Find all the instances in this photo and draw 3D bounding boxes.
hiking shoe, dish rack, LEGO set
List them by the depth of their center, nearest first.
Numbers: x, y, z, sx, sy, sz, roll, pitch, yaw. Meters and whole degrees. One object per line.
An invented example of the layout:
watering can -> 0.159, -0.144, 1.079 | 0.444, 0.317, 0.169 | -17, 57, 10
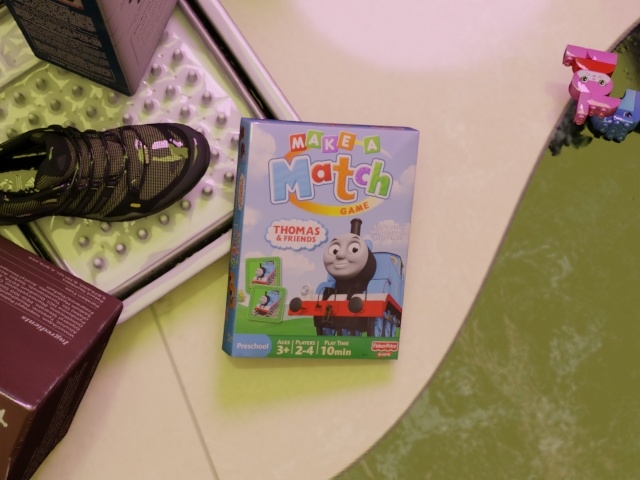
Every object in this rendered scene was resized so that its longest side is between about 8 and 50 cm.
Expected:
hiking shoe -> -0.207, -0.058, 1.644 | 0.227, 0.114, 0.086 | -12, 84, -3
LEGO set -> 0.323, -0.097, 1.739 | 0.227, 0.087, 0.093 | 12, 67, 1
dish rack -> -0.192, -0.111, 1.743 | 0.285, 0.072, 0.333 | -34, 84, -6

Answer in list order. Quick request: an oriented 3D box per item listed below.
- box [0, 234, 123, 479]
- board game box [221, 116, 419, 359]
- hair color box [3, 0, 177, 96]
box -> -0.300, 0.117, 1.616 | 0.167, 0.203, 0.168 | 29, 118, 3
board game box -> 0.000, 0.000, 1.697 | 0.160, 0.039, 0.211 | 2, 99, -18
hair color box -> -0.178, -0.247, 1.552 | 0.105, 0.347, 0.174 | 23, 82, 1
